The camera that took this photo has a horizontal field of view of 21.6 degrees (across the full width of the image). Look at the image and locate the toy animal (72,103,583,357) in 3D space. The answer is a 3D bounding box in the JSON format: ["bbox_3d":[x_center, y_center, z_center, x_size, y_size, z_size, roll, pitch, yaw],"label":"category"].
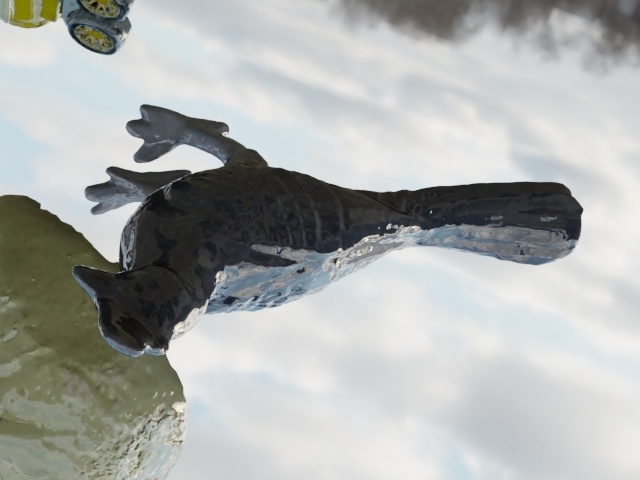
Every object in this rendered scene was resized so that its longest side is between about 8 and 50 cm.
[{"bbox_3d":[-0.037,-0.011,0.927,0.206,0.081,0.367,27,-154,35],"label":"toy animal"}]

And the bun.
[{"bbox_3d":[-0.221,0.105,1.183,0.259,0.259,0.152,28,-135,30],"label":"bun"}]

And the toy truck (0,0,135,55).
[{"bbox_3d":[-0.148,-0.199,0.988,0.114,0.098,0.227,22,156,-2],"label":"toy truck"}]
